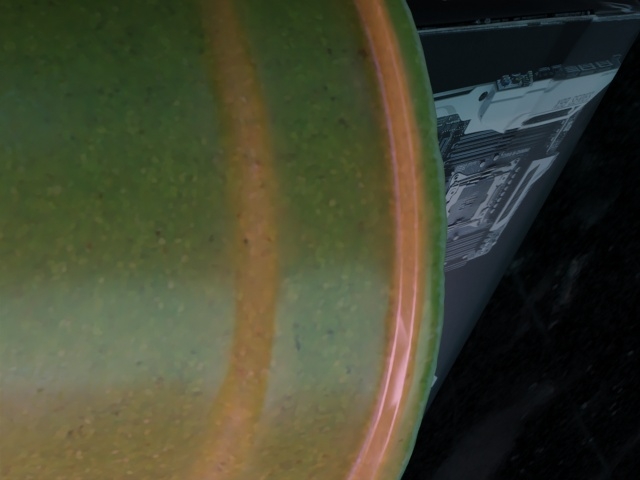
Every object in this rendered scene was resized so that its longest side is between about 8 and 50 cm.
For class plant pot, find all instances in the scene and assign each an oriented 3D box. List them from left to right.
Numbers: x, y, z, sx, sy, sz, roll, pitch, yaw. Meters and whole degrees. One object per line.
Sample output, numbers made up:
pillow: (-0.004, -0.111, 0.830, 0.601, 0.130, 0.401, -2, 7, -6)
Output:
plant pot: (-0.142, -0.003, 0.634, 0.254, 0.276, 0.276, -6, 134, -34)

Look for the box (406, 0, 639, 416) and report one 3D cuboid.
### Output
box: (0.000, 0.000, 0.974, 0.242, 0.076, 0.307, -10, 136, -46)
